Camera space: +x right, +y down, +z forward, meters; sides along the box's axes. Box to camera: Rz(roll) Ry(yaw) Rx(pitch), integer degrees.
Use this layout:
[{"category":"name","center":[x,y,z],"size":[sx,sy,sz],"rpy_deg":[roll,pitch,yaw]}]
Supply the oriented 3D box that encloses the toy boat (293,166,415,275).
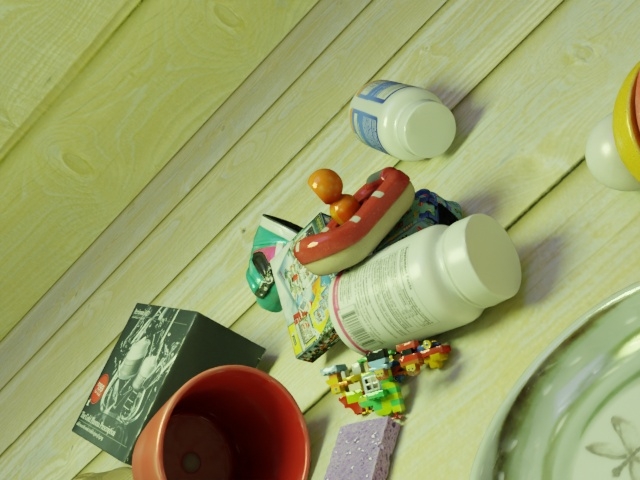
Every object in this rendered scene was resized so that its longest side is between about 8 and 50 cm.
[{"category":"toy boat","center":[0.036,-0.054,1.423],"size":[0.231,0.151,0.151],"rpy_deg":[-48,12,-25]}]

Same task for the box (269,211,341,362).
[{"category":"box","center":[-0.007,0.085,1.595],"size":[0.159,0.044,0.233],"rpy_deg":[-43,46,29]}]

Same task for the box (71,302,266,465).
[{"category":"box","center":[-0.320,0.310,1.777],"size":[0.343,0.179,0.313],"rpy_deg":[-2,59,58]}]

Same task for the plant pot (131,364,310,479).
[{"category":"plant pot","center":[-0.187,0.365,1.453],"size":[0.243,0.275,0.275],"rpy_deg":[-33,28,55]}]

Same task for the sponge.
[{"category":"sponge","center":[0.047,0.367,1.288],"size":[0.117,0.031,0.210],"rpy_deg":[-25,36,45]}]

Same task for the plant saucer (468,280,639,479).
[{"category":"plant saucer","center":[0.325,0.204,0.897],"size":[0.400,0.100,0.400],"rpy_deg":[-47,11,12]}]

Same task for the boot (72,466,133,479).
[{"category":"boot","center":[-0.369,0.532,1.604],"size":[0.090,0.207,0.248],"rpy_deg":[-23,4,-39]}]

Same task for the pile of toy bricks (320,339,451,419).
[{"category":"pile of toy bricks","center":[0.100,0.227,1.337],"size":[0.212,0.118,0.105],"rpy_deg":[-22,74,30]}]

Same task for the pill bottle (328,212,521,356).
[{"category":"pill bottle","center":[0.160,0.071,1.352],"size":[0.283,0.160,0.160],"rpy_deg":[-27,33,40]}]

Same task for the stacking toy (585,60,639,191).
[{"category":"stacking toy","center":[0.468,-0.152,1.043],"size":[0.351,0.350,0.480],"rpy_deg":[-59,10,-17]}]

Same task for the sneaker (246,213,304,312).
[{"category":"sneaker","center":[-0.053,0.074,1.772],"size":[0.295,0.123,0.178],"rpy_deg":[30,102,46]}]

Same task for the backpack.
[{"category":"backpack","center":[0.171,-0.021,1.520],"size":[0.158,0.117,0.173],"rpy_deg":[-35,26,30]}]

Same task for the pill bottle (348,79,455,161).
[{"category":"pill bottle","center":[0.171,-0.247,1.795],"size":[0.152,0.152,0.272],"rpy_deg":[-51,25,0]}]
